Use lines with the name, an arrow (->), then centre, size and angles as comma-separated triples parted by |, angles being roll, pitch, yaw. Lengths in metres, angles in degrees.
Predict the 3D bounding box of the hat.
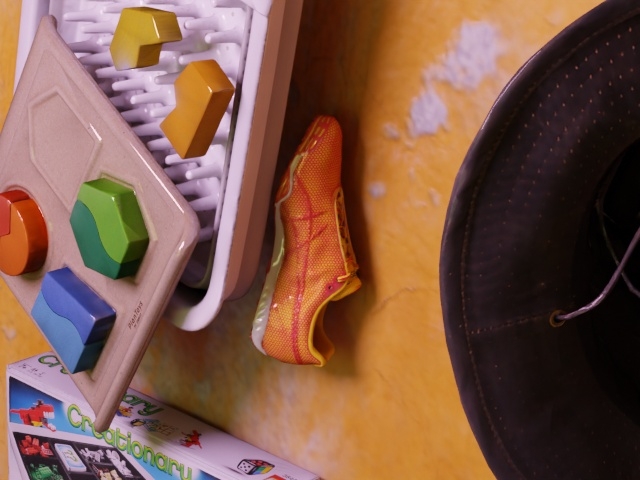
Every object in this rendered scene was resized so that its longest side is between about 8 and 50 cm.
hat -> 0.200, 0.007, 0.948 | 0.134, 0.331, 0.331 | -114, 25, -70

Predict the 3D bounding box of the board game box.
board game box -> -0.129, 0.222, 1.412 | 0.305, 0.053, 0.193 | 20, 116, 39

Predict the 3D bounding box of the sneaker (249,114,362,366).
sneaker -> 0.000, 0.000, 1.230 | 0.067, 0.064, 0.175 | 13, 112, 12

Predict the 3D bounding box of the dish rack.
dish rack -> -0.106, -0.135, 1.256 | 0.285, 0.072, 0.332 | 35, 124, 41

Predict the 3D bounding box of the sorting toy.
sorting toy -> -0.161, -0.042, 1.260 | 0.229, 0.041, 0.307 | 55, 137, 28
